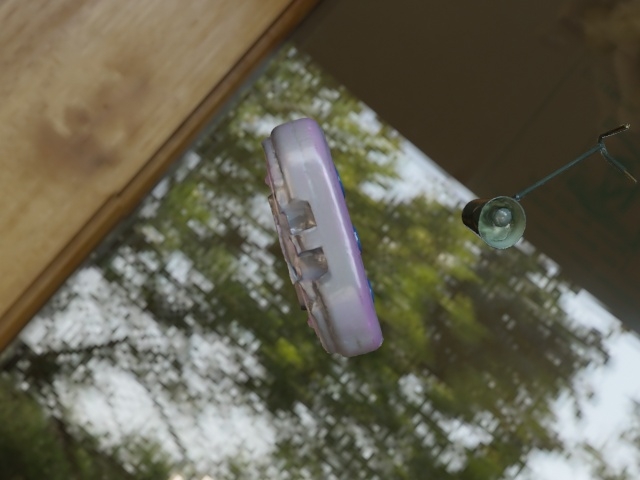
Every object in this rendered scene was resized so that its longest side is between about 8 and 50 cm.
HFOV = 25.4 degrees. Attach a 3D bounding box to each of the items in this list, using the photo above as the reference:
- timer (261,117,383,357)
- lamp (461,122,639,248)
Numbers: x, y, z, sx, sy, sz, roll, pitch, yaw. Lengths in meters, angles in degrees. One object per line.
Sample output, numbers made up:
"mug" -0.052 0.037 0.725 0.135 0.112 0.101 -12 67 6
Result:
"timer" 0.000 0.000 1.242 0.191 0.069 0.208 78 -4 -88
"lamp" 0.140 -0.033 0.890 0.041 0.121 0.054 67 -14 -13
